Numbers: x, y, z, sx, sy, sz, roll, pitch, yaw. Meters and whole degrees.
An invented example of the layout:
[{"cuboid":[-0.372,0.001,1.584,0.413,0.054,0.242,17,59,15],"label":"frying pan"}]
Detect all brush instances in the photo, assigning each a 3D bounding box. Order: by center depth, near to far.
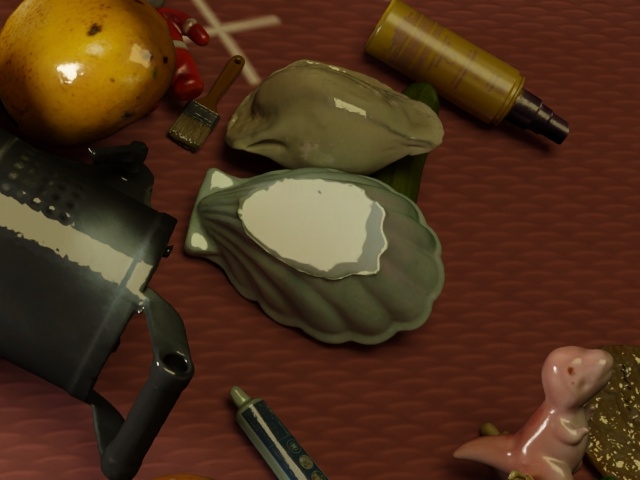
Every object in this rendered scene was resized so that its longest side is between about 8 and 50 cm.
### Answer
[{"cuboid":[-0.127,-0.166,2.115,0.043,0.014,0.170,30,48,0],"label":"brush"}]

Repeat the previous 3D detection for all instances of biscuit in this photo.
[{"cuboid":[0.378,0.211,2.069,0.220,0.033,0.220,14,52,-18],"label":"biscuit"}]

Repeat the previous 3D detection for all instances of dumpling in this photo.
[{"cuboid":[0.017,-0.150,2.089,0.252,0.131,0.179,-2,33,6],"label":"dumpling"}]

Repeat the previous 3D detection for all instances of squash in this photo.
[{"cuboid":[0.091,-0.088,2.122,0.069,0.069,0.258,24,52,-8],"label":"squash"}]

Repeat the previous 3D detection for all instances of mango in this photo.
[{"cuboid":[-0.252,-0.186,1.920,0.191,0.290,0.160,-43,116,-15],"label":"mango"}]

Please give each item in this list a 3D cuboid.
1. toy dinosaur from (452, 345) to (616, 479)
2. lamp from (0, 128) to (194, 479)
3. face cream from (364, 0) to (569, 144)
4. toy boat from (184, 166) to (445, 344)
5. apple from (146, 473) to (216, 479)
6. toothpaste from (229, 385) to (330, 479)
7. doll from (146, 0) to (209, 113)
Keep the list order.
[{"cuboid":[0.231,0.212,1.884,0.152,0.194,0.177,-38,108,-58],"label":"toy dinosaur"},{"cuboid":[-0.284,0.027,1.770,0.272,0.205,0.374,15,37,-20],"label":"lamp"},{"cuboid":[0.190,-0.201,2.247,0.273,0.078,0.078,30,49,-3],"label":"face cream"},{"cuboid":[0.000,0.000,1.968,0.290,0.100,0.199,14,70,0],"label":"toy boat"},{"cuboid":[-0.141,0.327,1.614,0.253,0.253,0.253,13,52,-17],"label":"apple"},{"cuboid":[-0.032,0.229,1.859,0.057,0.035,0.197,-32,76,-29],"label":"toothpaste"},{"cuboid":[-0.213,-0.260,2.099,0.142,0.076,0.245,-17,68,-9],"label":"doll"}]
